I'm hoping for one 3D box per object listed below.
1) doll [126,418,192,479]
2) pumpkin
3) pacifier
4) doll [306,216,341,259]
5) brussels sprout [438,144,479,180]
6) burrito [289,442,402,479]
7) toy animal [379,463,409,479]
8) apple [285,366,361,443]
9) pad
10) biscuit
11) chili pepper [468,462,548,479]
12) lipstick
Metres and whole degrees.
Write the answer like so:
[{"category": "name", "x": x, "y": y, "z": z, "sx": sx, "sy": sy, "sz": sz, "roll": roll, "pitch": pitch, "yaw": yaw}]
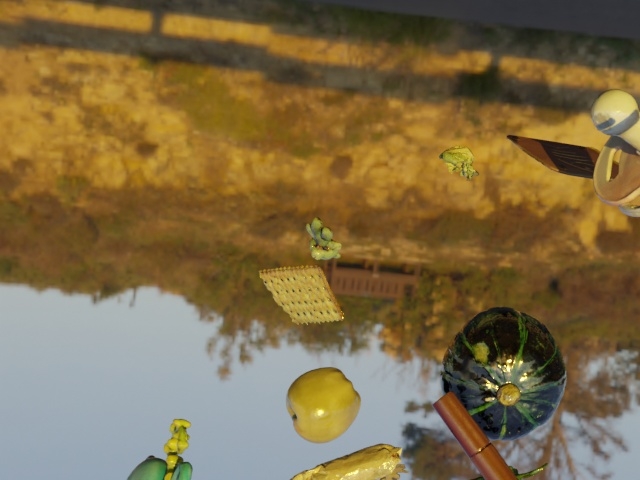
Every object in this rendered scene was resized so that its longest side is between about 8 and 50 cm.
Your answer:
[{"category": "doll", "x": -0.342, "y": 0.558, "z": 1.974, "sx": 0.098, "sy": 0.346, "sz": 0.341, "roll": 25, "pitch": -159, "yaw": -27}, {"category": "pumpkin", "x": 0.429, "y": 0.321, "z": 2.243, "sx": 0.315, "sy": 0.315, "sz": 0.238, "roll": 6, "pitch": -172, "yaw": -3}, {"category": "pacifier", "x": 0.677, "y": -0.204, "z": 1.962, "sx": 0.220, "sy": 0.273, "sz": 0.332, "roll": -30, "pitch": -179, "yaw": -38}, {"category": "doll", "x": 0.000, "y": 0.000, "z": 2.456, "sx": 0.115, "sy": 0.077, "sz": 0.150, "roll": 31, "pitch": 154, "yaw": 22}, {"category": "brussels sprout", "x": 0.281, "y": -0.156, "z": 1.888, "sx": 0.058, "sy": 0.085, "sz": 0.085, "roll": -38, "pitch": -177, "yaw": 2}, {"category": "burrito", "x": 0.043, "y": 0.367, "z": 1.505, "sx": 0.188, "sy": 0.058, "sz": 0.045, "roll": -19, "pitch": 147, "yaw": -1}, {"category": "toy animal", "x": 0.097, "y": 0.578, "z": 2.149, "sx": 0.186, "sy": 0.094, "sz": 0.214, "roll": -6, "pitch": -171, "yaw": 25}, {"category": "apple", "x": 0.002, "y": 0.420, "z": 2.440, "sx": 0.200, "sy": 0.200, "sz": 0.200, "roll": 6, "pitch": -175, "yaw": -1}, {"category": "pad", "x": 0.660, "y": -0.209, "z": 2.469, "sx": 0.286, "sy": 0.018, "sz": 0.284, "roll": 5, "pitch": -157, "yaw": -21}, {"category": "biscuit", "x": -0.040, "y": 0.116, "z": 2.007, "sx": 0.016, "sy": 0.144, "sz": 0.203, "roll": -37, "pitch": -163, "yaw": -37}, {"category": "chili pepper", "x": 0.366, "y": 0.526, "z": 1.998, "sx": 0.122, "sy": 0.065, "sz": 0.279, "roll": 2, "pitch": 152, "yaw": -16}, {"category": "lipstick", "x": 0.349, "y": 0.460, "z": 1.896, "sx": 0.357, "sy": 0.057, "sz": 0.057, "roll": 53, "pitch": -158, "yaw": 16}]
